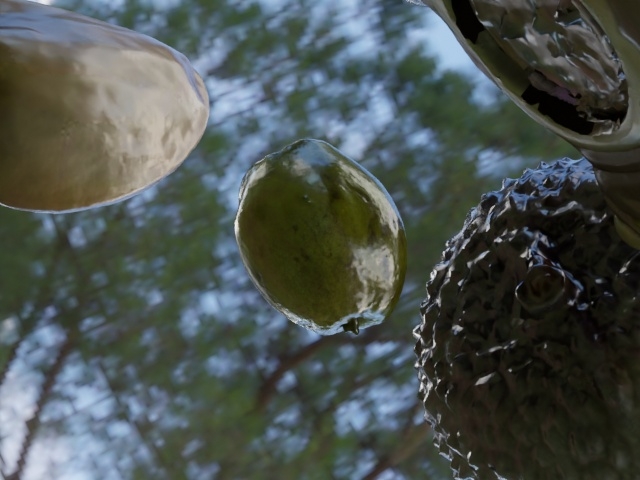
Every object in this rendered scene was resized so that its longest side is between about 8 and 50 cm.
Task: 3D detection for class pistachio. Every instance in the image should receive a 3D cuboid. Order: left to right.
[{"bbox_3d":[-0.228,-0.116,1.786,0.163,0.260,0.213,128,-36,-62],"label":"pistachio"}]

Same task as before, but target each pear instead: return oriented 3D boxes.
[{"bbox_3d":[0.000,0.000,1.259,0.107,0.107,0.131,-37,-110,37],"label":"pear"}]

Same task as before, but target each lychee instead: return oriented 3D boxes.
[{"bbox_3d":[0.208,0.087,1.393,0.300,0.300,0.300,11,-69,32],"label":"lychee"}]

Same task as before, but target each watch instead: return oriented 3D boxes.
[{"bbox_3d":[0.249,-0.209,1.205,0.335,0.327,0.314,51,-16,-9],"label":"watch"}]
